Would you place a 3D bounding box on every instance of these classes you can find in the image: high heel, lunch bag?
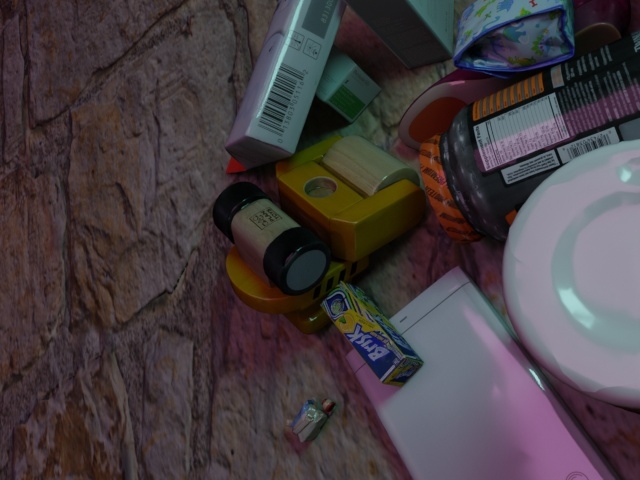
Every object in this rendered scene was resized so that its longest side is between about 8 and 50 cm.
[{"bbox_3d":[0.295,-0.260,1.039,0.377,0.127,0.181,-19,27,37],"label":"high heel"},{"bbox_3d":[0.255,-0.286,0.887,0.151,0.096,0.128,-8,42,27],"label":"lunch bag"}]

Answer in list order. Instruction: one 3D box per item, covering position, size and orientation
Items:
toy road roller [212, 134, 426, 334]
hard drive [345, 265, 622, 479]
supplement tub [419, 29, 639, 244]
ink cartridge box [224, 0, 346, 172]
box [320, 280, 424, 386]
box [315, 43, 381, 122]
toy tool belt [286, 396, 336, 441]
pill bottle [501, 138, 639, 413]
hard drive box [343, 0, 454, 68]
[{"bbox_3d":[0.000,0.000,1.096,0.330,0.240,0.202,-31,49,-22],"label":"toy road roller"},{"bbox_3d":[0.205,0.240,0.933,0.233,0.047,0.353,-42,56,16],"label":"hard drive"},{"bbox_3d":[0.317,-0.121,0.878,0.338,0.207,0.207,-21,63,29],"label":"supplement tub"},{"bbox_3d":[-0.101,-0.287,1.193,0.385,0.091,0.308,3,73,66],"label":"ink cartridge box"},{"bbox_3d":[0.075,0.138,0.993,0.054,0.059,0.169,-51,52,13],"label":"box"},{"bbox_3d":[0.033,-0.286,1.198,0.087,0.101,0.102,-48,55,11],"label":"box"},{"bbox_3d":[-0.019,0.279,1.073,0.051,0.052,0.083,37,96,29],"label":"toy tool belt"},{"bbox_3d":[0.352,0.069,0.671,0.224,0.392,0.223,-12,69,32],"label":"pill bottle"},{"bbox_3d":[0.134,-0.422,1.093,0.089,0.232,0.181,-7,70,33],"label":"hard drive box"}]
